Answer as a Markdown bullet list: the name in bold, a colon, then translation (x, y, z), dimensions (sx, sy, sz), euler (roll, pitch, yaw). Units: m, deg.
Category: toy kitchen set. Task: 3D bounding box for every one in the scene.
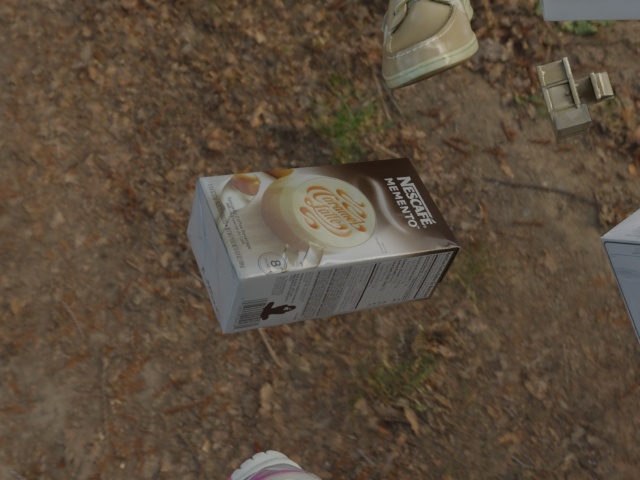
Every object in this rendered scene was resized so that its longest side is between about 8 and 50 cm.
- **toy kitchen set**: translation (0.262, -0.152, 0.929), dimensions (0.068, 0.075, 0.083), euler (-15, 82, 12)

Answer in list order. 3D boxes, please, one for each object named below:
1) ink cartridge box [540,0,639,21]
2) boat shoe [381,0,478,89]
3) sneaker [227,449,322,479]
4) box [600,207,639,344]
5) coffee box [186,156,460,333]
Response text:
- **ink cartridge box**: translation (0.394, -0.401, 1.162), dimensions (0.171, 0.168, 0.232), euler (8, 41, 38)
- **boat shoe**: translation (0.114, -0.255, 1.034), dimensions (0.109, 0.098, 0.302), euler (-17, 23, 21)
- **sneaker**: translation (-0.084, 0.298, 0.921), dimensions (0.111, 0.102, 0.252), euler (-9, 19, 48)
- **box**: translation (0.469, 0.104, 1.105), dimensions (0.087, 0.289, 0.169), euler (-33, 19, -23)
- **coffee box**: translation (0.000, 0.000, 0.974), dimensions (0.247, 0.098, 0.141), euler (-8, 53, -24)
